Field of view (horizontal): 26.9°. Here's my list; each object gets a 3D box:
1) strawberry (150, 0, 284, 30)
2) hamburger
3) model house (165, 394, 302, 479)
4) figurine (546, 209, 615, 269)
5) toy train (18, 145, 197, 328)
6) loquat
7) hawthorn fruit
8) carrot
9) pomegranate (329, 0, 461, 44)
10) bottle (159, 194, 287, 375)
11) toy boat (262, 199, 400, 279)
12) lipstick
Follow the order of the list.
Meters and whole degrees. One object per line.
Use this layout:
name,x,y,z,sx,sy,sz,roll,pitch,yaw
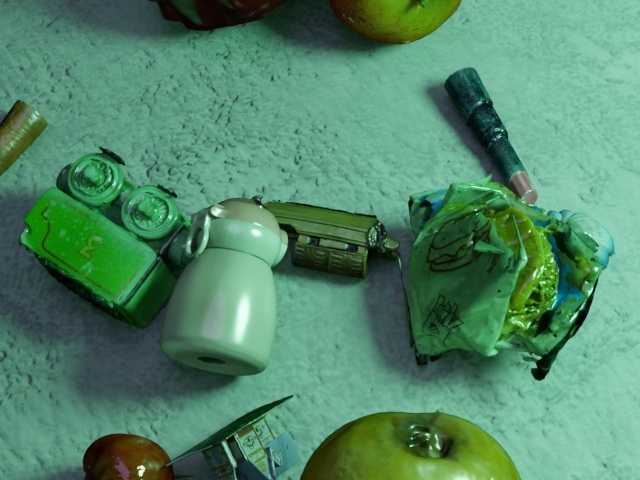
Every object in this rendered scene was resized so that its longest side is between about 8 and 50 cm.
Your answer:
strawberry,-0.094,-0.479,2.050,0.345,0.317,0.295,-17,52,-31
hamburger,0.219,0.035,1.748,0.276,0.150,0.260,4,69,30
model house,-0.094,0.275,1.693,0.167,0.117,0.088,-27,89,-53
figurine,0.360,0.006,1.839,0.114,0.079,0.114,22,42,-21
toy train,-0.291,-0.005,1.871,0.243,0.132,0.188,32,76,21
loquat,0.101,0.338,1.560,0.275,0.275,0.274,-2,60,4
hawthorn fruit,-0.238,0.301,1.688,0.140,0.125,0.125,-11,60,1
carrot,-0.495,-0.116,1.997,0.061,0.061,0.209,31,72,21
pomegranate,0.116,-0.402,1.993,0.221,0.221,0.257,-36,20,-15
bottle,-0.121,0.051,1.787,0.148,0.147,0.236,8,71,10
toy boat,0.000,0.000,1.872,0.226,0.068,0.088,10,70,10
lipstick,0.251,-0.146,1.949,0.053,0.053,0.234,-20,64,-7
